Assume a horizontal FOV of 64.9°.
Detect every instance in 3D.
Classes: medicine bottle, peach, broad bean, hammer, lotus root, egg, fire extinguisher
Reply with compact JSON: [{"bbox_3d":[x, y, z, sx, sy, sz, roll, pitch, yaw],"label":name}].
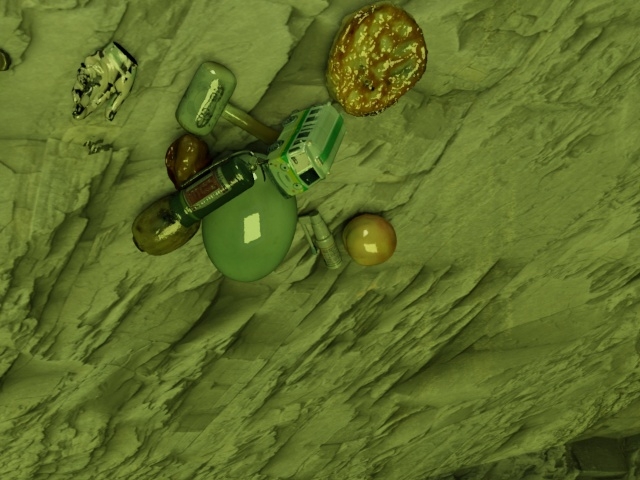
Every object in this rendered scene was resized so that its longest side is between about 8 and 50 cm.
[{"bbox_3d":[0.000,0.000,1.698,0.092,0.061,0.221,-11,124,17],"label":"medicine bottle"},{"bbox_3d":[0.166,0.000,1.664,0.184,0.184,0.184,-6,122,-9],"label":"peach"},{"bbox_3d":[-0.369,-0.210,1.397,0.122,0.228,0.156,22,81,-5],"label":"broad bean"},{"bbox_3d":[-0.232,-0.347,1.407,0.305,0.113,0.202,24,116,-30],"label":"hammer"},{"bbox_3d":[-0.438,-0.062,1.512,0.278,0.154,0.154,-34,122,0],"label":"lotus root"},{"bbox_3d":[-0.207,-0.063,1.476,0.276,0.276,0.389,3,108,-15],"label":"egg"},{"bbox_3d":[-0.251,-0.146,1.297,0.294,0.118,0.093,-31,164,12],"label":"fire extinguisher"}]

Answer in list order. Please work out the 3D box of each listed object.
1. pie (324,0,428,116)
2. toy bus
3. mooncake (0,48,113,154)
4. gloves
[{"bbox_3d":[0.156,-0.501,1.408,0.315,0.092,0.315,-9,126,-12],"label":"pie"},{"bbox_3d":[-0.035,-0.256,1.383,0.164,0.276,0.133,-14,128,31],"label":"toy bus"},{"bbox_3d":[-0.707,-0.352,1.319,0.150,0.057,0.347,-16,127,12],"label":"mooncake"},{"bbox_3d":[-0.567,-0.399,1.296,0.212,0.111,0.127,-42,145,10],"label":"gloves"}]
